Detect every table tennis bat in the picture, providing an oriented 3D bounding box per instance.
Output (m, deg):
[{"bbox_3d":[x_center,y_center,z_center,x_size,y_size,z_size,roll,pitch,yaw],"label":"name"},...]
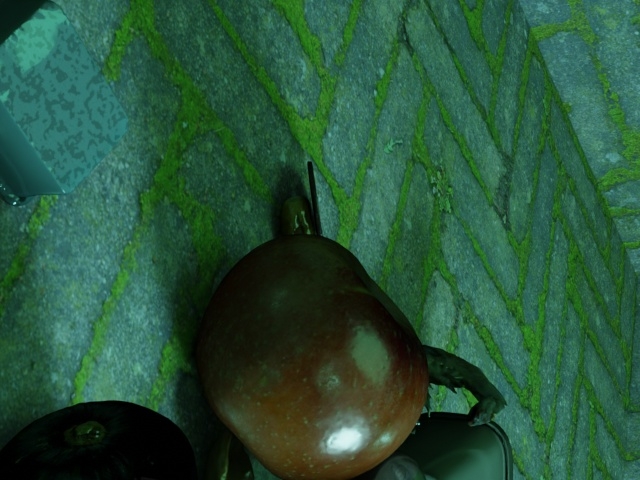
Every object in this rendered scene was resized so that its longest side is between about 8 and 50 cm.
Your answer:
[{"bbox_3d":[0.000,0.000,1.985,0.154,0.021,0.274,-100,-178,-68],"label":"table tennis bat"}]

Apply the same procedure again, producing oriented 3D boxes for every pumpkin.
[{"bbox_3d":[-0.246,0.273,1.294,0.233,0.233,0.163,-35,131,-59],"label":"pumpkin"}]

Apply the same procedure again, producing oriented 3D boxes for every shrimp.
[{"bbox_3d":[0.217,0.274,2.157,0.360,0.246,0.085,-39,149,-70],"label":"shrimp"}]

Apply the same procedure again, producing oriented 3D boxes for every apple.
[{"bbox_3d":[-0.013,0.170,1.680,0.348,0.277,0.348,48,8,-9],"label":"apple"}]

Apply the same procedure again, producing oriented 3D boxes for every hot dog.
[{"bbox_3d":[-0.025,0.069,1.929,0.088,0.061,0.286,35,48,-81],"label":"hot dog"}]

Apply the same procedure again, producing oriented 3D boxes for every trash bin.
[{"bbox_3d":[0.196,0.443,2.097,0.250,0.219,0.219,-16,103,-59],"label":"trash bin"}]

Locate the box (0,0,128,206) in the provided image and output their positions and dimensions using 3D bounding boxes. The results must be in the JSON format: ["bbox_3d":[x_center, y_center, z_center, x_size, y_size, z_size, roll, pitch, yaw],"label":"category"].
[{"bbox_3d":[-0.332,-0.161,1.337,0.162,0.130,0.227,-54,132,-32],"label":"box"}]

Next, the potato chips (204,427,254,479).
[{"bbox_3d":[-0.126,0.368,1.661,0.195,0.061,0.208,-94,168,-60],"label":"potato chips"}]

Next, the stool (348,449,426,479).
[{"bbox_3d":[0.058,0.469,1.874,0.272,0.178,0.272,23,64,-59],"label":"stool"}]
